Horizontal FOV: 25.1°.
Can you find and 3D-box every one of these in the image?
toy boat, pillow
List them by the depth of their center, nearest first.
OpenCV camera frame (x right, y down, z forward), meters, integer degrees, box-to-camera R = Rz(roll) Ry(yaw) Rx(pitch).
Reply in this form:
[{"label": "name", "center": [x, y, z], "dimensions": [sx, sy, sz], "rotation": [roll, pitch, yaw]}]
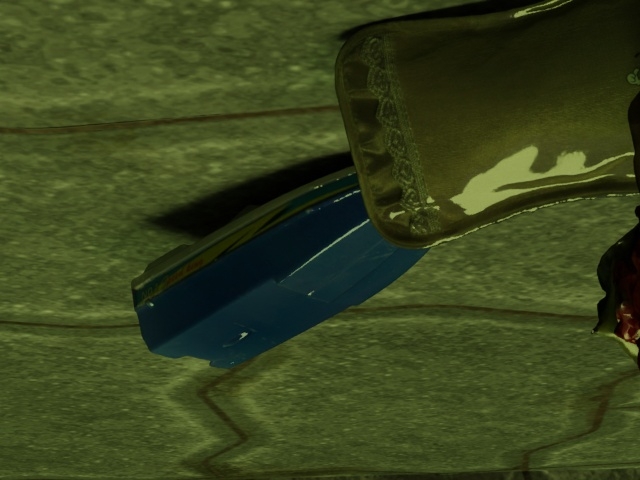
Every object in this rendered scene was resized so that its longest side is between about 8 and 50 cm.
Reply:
[{"label": "pillow", "center": [0.116, -0.071, 0.777], "dimensions": [0.217, 0.130, 0.033], "rotation": [-10, -172, 20]}, {"label": "toy boat", "center": [0.000, 0.000, 1.048], "dimensions": [0.295, 0.088, 0.129], "rotation": [-30, 149, 34]}]

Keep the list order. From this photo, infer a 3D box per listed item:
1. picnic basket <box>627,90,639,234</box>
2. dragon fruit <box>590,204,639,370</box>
[{"label": "picnic basket", "center": [0.288, -0.060, 0.550], "dimensions": [0.337, 0.293, 0.337], "rotation": [-17, 161, -6]}, {"label": "dragon fruit", "center": [0.310, 0.000, 0.848], "dimensions": [0.298, 0.244, 0.244], "rotation": [-23, 167, -15]}]
